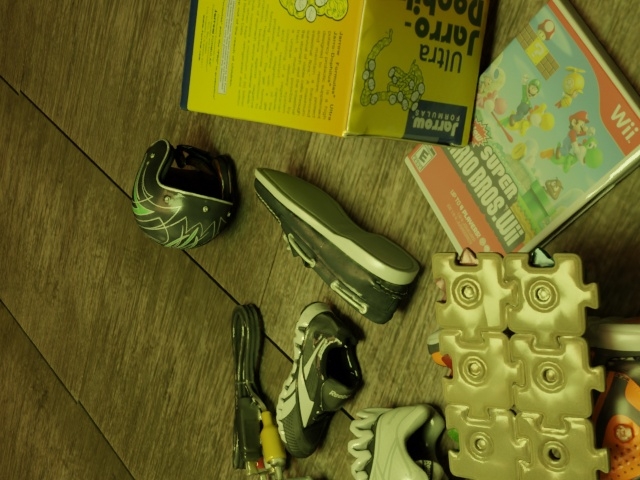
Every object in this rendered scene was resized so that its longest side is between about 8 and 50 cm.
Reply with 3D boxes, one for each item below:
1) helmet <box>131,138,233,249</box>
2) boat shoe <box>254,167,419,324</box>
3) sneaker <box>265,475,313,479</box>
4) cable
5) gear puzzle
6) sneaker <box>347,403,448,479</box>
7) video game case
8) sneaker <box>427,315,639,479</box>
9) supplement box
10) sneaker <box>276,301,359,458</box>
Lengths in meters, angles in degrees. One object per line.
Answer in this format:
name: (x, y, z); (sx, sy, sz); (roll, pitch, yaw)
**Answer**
helmet: (-0.218, -0.064, 1.447); (0.169, 0.169, 0.162); (-32, 54, 45)
boat shoe: (0.000, 0.000, 1.241); (0.302, 0.114, 0.091); (41, 117, 39)
sneaker: (-0.044, 0.402, 1.364); (0.191, 0.082, 0.071); (107, 144, -56)
cable: (-0.102, 0.249, 1.446); (0.139, 0.072, 0.287); (137, 131, -61)
gear puzzle: (0.207, 0.173, 0.916); (0.175, 0.044, 0.339); (-1, 98, 36)
sneaker: (0.094, 0.329, 1.111); (0.118, 0.110, 0.292); (-22, 47, 33)
video game case: (0.228, -0.102, 1.040); (0.285, 0.025, 0.204); (-48, 59, 39)
sneaker: (0.247, 0.172, 0.968); (0.321, 0.124, 0.180); (-4, 89, 49)
supplement box: (0.004, -0.234, 1.134); (0.356, 0.194, 0.195); (18, 103, 49)
sneaker: (0.001, 0.211, 1.285); (0.106, 0.078, 0.234); (26, 110, 47)
